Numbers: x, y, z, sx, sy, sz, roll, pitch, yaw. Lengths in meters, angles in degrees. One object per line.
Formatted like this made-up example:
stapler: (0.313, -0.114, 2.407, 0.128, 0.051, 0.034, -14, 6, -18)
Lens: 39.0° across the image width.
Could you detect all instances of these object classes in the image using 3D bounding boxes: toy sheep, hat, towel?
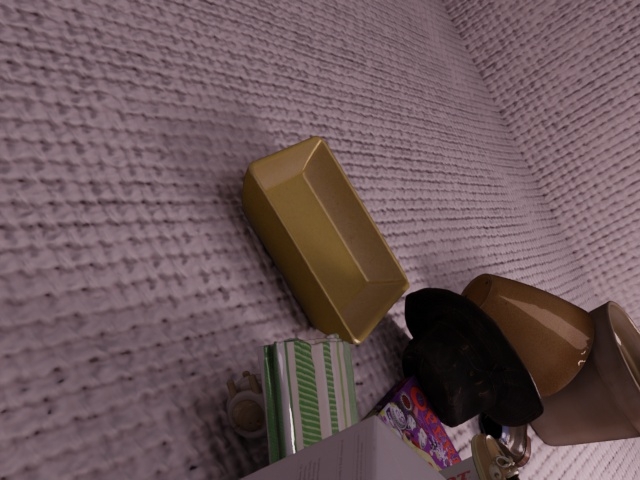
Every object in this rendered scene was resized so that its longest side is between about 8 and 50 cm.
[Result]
toy sheep: (-0.080, 0.213, 1.180, 0.091, 0.091, 0.132, 62, 20, 5)
hat: (0.240, 0.247, 1.637, 0.134, 0.331, 0.331, -42, 104, -25)
towel: (-0.005, 0.248, 1.205, 0.325, 0.038, 0.248, 17, 65, -73)

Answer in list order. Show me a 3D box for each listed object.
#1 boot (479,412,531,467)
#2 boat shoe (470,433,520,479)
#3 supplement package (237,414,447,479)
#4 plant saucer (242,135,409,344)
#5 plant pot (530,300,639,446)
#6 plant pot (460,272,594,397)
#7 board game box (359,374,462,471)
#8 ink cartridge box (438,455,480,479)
boot: (0.382, 0.353, 1.886, 0.106, 0.082, 0.219, 42, 32, -38)
boat shoe: (0.227, 0.293, 1.059, 0.056, 0.048, 0.153, 17, 44, -51)
supplement package: (-0.010, 0.343, 0.924, 0.175, 0.293, 0.177, 45, 29, -27)
plant saucer: (0.000, 0.000, 1.559, 0.333, 0.081, 0.333, 59, 25, -2)
plant pot: (0.629, 0.342, 2.118, 0.323, 0.280, 0.323, 42, 31, -33)
plant pot: (0.438, 0.188, 2.036, 0.254, 0.237, 0.237, 35, 32, -17)
board game box: (0.196, 0.416, 1.520, 0.347, 0.056, 0.208, 60, 21, 1)
ink cartridge box: (0.116, 0.462, 1.051, 0.160, 0.279, 0.385, 52, 26, -13)
